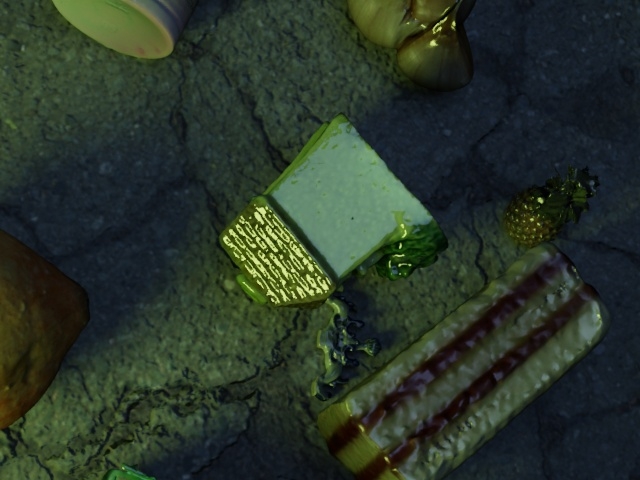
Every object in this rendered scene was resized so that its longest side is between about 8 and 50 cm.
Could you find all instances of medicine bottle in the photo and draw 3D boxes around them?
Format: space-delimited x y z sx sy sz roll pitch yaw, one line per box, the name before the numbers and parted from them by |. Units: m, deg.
medicine bottle | -0.179 -0.347 1.845 0.152 0.152 0.254 26 71 -8

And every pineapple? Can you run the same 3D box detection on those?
pineapple | 0.264 -0.043 1.887 0.074 0.159 0.074 5 72 -16

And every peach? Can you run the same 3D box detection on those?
peach | -0.342 0.086 1.661 0.233 0.232 0.232 4 76 -14

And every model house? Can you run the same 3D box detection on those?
model house | 0.000 0.000 1.791 0.189 0.214 0.195 -38 91 -10

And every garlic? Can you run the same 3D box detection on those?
garlic | 0.105 -0.285 1.911 0.160 0.191 0.214 7 86 12

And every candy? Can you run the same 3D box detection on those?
candy | 0.156 0.147 1.801 0.321 0.179 0.135 -35 86 -21

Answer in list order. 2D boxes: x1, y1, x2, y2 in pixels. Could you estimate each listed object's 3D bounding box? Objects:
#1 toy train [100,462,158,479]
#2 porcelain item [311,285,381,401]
toy train | -0.157 0.352 1.693 0.243 0.132 0.188 24 63 -8
porcelain item | 0.033 0.116 1.856 0.075 0.021 0.136 9 74 -13
